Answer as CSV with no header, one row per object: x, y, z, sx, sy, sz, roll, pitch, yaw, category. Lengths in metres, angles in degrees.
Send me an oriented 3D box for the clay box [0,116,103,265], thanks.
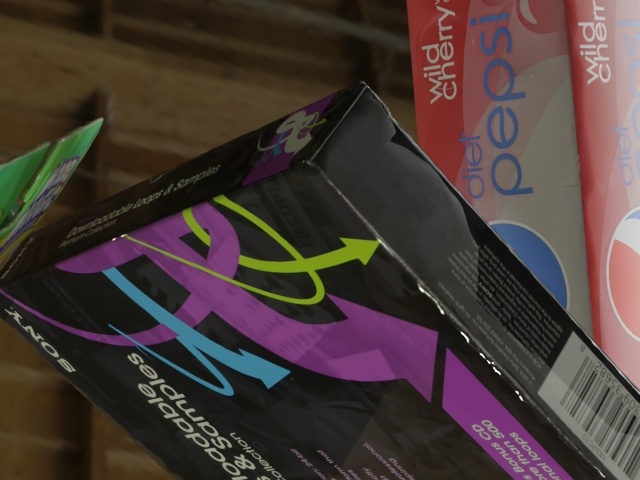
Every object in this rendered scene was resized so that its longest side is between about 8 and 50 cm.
-0.141,0.047,0.348,0.053,0.222,0.127,41,-172,-5,clay box

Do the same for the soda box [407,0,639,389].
0.103,-0.023,0.740,0.092,0.263,0.083,-5,-179,43,soda box

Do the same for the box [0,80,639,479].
-0.006,0.030,0.416,0.116,0.162,0.029,46,-122,-18,box
